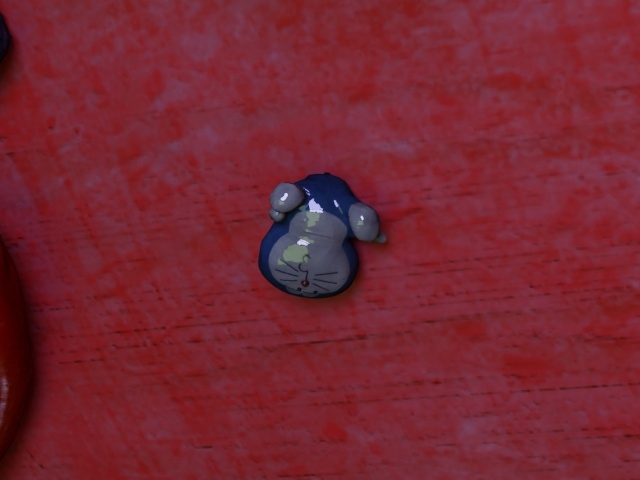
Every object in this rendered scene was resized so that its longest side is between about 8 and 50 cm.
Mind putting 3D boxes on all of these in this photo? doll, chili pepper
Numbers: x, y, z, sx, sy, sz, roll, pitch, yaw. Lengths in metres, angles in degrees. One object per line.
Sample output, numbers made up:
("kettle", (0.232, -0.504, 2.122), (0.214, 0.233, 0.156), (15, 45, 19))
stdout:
("doll", (0.000, 0.000, 1.204), (0.076, 0.050, 0.083), (16, 120, -3))
("chili pepper", (-0.259, 0.101, 1.325), (0.092, 0.137, 0.368), (37, 133, 35))

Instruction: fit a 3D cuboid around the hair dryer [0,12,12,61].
("hair dryer", (-0.314, -0.055, 1.207), (0.089, 0.251, 0.197), (46, 123, -1))
